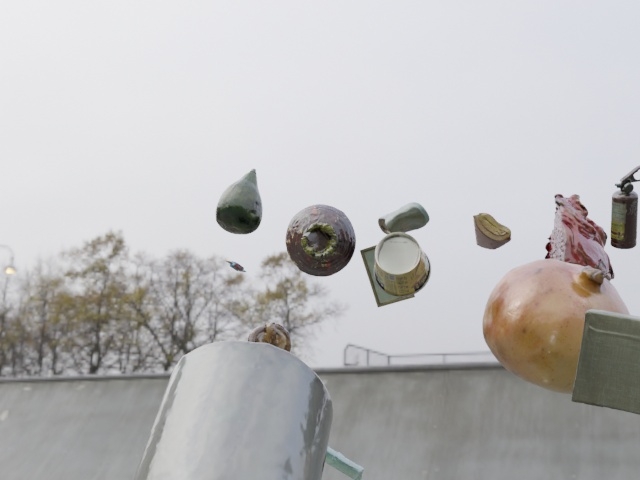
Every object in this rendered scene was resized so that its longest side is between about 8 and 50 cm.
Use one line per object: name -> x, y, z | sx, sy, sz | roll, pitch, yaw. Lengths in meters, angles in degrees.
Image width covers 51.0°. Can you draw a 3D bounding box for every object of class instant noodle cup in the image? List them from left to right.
instant noodle cup -> 0.201, 0.055, 1.683 | 0.152, 0.151, 0.122 | -2, -22, 10

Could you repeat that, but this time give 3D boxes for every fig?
fig -> -0.195, -0.104, 1.656 | 0.117, 0.177, 0.117 | 10, -13, 2

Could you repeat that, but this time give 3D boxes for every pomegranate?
pomegranate -> 0.554, 0.181, 1.542 | 0.338, 0.338, 0.338 | 1, -17, 0

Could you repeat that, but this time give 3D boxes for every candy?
candy -> -0.254, 0.077, 2.008 | 0.030, 0.020, 0.083 | 15, -15, 40

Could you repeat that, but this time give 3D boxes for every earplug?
earplug -> -0.157, 0.411, 1.113 | 0.313, 0.394, 0.312 | 5, -52, 7

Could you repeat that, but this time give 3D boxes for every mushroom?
mushroom -> -0.141, 0.289, 1.862 | 0.127, 0.127, 0.087 | 7, -16, -20

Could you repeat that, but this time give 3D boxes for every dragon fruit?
dragon fruit -> 0.866, 0.001, 2.174 | 0.228, 0.329, 0.286 | 5, -5, 9

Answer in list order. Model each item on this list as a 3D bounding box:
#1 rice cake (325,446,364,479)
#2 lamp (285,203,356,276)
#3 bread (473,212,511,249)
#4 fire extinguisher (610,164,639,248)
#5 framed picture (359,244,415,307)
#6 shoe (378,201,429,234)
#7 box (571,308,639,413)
rice cake -> 0.014, 0.459, 1.444 | 0.180, 0.030, 0.042 | 26, 4, 24
lamp -> 0.000, 0.000, 2.215 | 0.247, 0.246, 0.247 | 1, -17, 0
bread -> 0.549, -0.019, 2.155 | 0.119, 0.067, 0.192 | 25, -14, 28
fire extinguisher -> 0.926, -0.106, 2.012 | 0.106, 0.252, 0.075 | -14, 22, -16
framed picture -> 0.220, 0.108, 2.210 | 0.136, 0.200, 0.010 | -19, -3, 25
shoe -> 0.214, -0.043, 1.829 | 0.079, 0.078, 0.195 | 51, -27, -13
box -> 0.539, 0.206, 1.057 | 0.231, 0.155, 0.149 | 6, -10, 33
